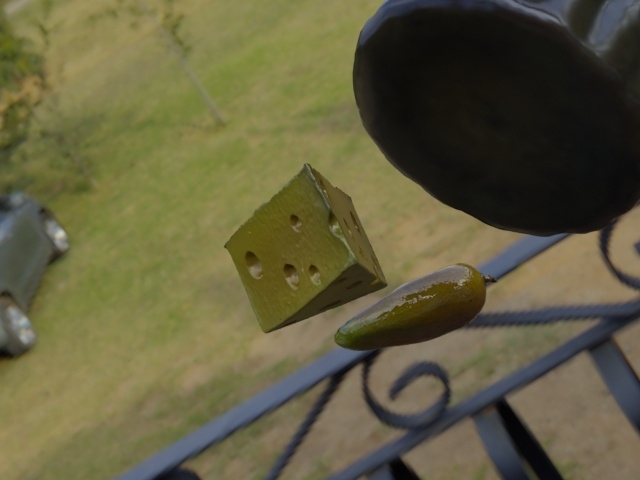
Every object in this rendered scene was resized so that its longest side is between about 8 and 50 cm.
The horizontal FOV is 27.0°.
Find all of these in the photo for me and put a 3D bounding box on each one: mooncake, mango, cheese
[{"bbox_3d":[0.185,-0.146,1.192,0.290,0.290,0.161,-12,36,47],"label":"mooncake"},{"bbox_3d":[0.104,0.077,1.450,0.187,0.066,0.101,-20,-16,-3],"label":"mango"},{"bbox_3d":[0.000,0.000,1.110,0.126,0.093,0.171,-21,-12,-14],"label":"cheese"}]
